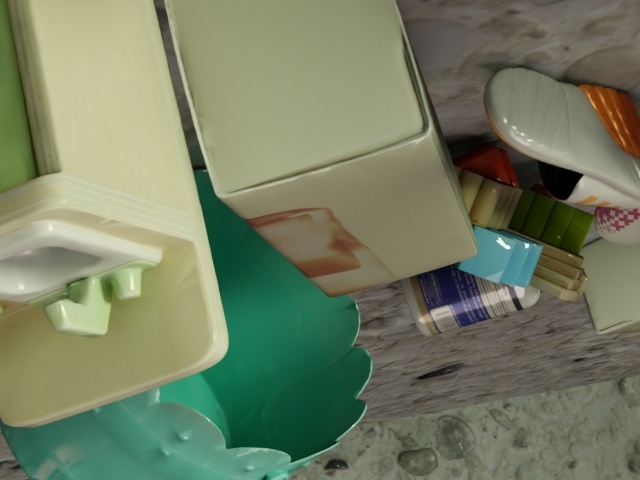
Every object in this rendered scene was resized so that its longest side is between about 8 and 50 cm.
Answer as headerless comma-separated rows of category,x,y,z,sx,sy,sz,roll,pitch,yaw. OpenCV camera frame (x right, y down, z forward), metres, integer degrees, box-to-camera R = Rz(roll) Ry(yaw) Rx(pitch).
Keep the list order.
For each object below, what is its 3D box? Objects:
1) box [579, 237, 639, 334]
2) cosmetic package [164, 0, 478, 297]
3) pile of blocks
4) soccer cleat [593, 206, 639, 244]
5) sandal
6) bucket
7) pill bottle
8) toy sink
box,0.506,0.051,1.641,0.311,0.121,0.148,3,157,-45
cosmetic package,0.014,-0.071,0.788,0.129,0.153,0.296,-17,162,8
pile of blocks,0.182,-0.024,1.118,0.149,0.112,0.362,26,-171,32
soccer cleat,0.409,-0.035,1.241,0.116,0.143,0.331,-5,162,-27
sandal,0.208,-0.084,1.014,0.265,0.102,0.076,14,151,-41
bucket,-0.113,0.098,0.954,0.281,0.281,0.183,5,140,-47
pill bottle,0.190,0.033,1.342,0.187,0.112,0.112,-18,163,12
toy sink,-0.165,-0.030,0.626,0.153,0.234,0.131,-20,163,22
